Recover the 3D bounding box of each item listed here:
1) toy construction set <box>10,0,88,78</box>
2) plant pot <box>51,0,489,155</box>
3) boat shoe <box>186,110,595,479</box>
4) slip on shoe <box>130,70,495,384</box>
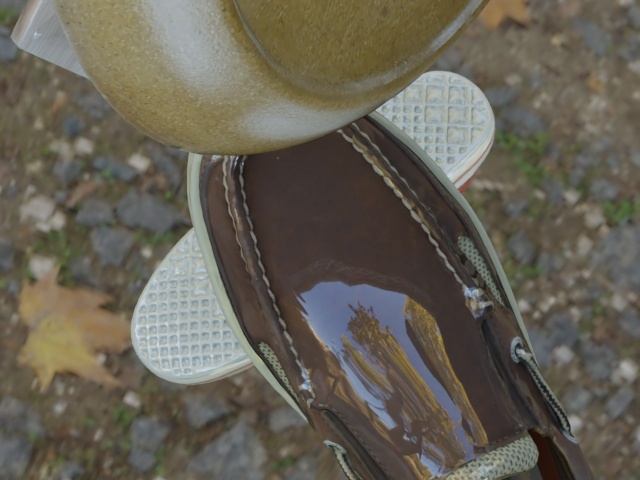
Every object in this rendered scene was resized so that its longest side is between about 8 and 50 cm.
[{"bbox_3d":[-0.167,-0.141,0.632,0.309,0.257,0.237,-38,40,-4],"label":"toy construction set"},{"bbox_3d":[0.018,-0.128,0.434,0.032,0.236,0.236,24,41,27],"label":"plant pot"},{"bbox_3d":[0.044,0.057,0.581,0.095,0.095,0.257,-35,113,-4],"label":"boat shoe"},{"bbox_3d":[0.000,0.000,1.293,0.331,0.101,0.123,-39,71,-12],"label":"slip on shoe"}]
